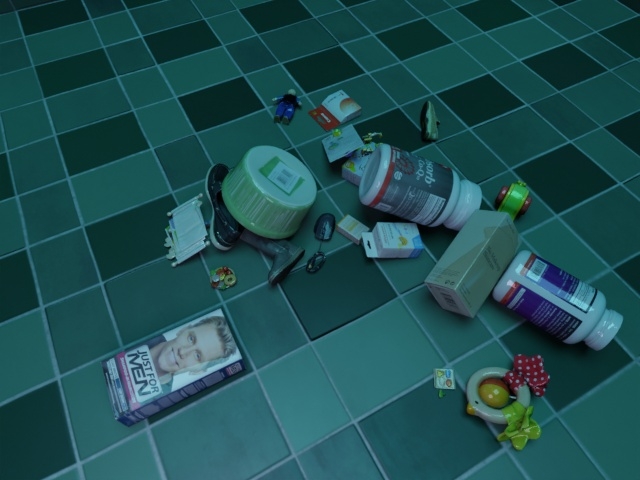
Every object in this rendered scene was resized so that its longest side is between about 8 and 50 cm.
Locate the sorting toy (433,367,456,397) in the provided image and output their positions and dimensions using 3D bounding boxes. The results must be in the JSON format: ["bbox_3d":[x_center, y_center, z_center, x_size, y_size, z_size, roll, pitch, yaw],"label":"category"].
[{"bbox_3d":[0.354,0.405,1.280,0.062,0.012,0.083,4,57,2],"label":"sorting toy"}]

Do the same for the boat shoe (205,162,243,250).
[{"bbox_3d":[-0.316,-0.139,1.537,0.127,0.113,0.340,23,49,-38],"label":"boat shoe"}]

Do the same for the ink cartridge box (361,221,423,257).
[{"bbox_3d":[0.237,-0.001,1.492,0.181,0.061,0.104,0,56,-16],"label":"ink cartridge box"}]

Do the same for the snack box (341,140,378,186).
[{"bbox_3d":[0.210,-0.264,1.679,0.207,0.070,0.174,30,62,19],"label":"snack box"}]

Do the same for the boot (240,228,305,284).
[{"bbox_3d":[-0.179,0.032,1.479,0.208,0.076,0.189,34,48,12],"label":"boot"}]

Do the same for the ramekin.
[{"bbox_3d":[-0.157,-0.170,1.485,0.303,0.148,0.303,23,43,-23],"label":"ramekin"}]

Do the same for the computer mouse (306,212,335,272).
[{"bbox_3d":[0.000,0.000,1.522,0.071,0.041,0.242,12,58,6],"label":"computer mouse"}]

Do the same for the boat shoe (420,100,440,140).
[{"bbox_3d":[0.452,-0.484,1.836,0.072,0.068,0.190,10,66,-9],"label":"boat shoe"}]

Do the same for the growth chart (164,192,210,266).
[{"bbox_3d":[-0.456,-0.037,1.524,0.172,0.021,0.237,-25,58,9],"label":"growth chart"}]

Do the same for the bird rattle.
[{"bbox_3d":[0.504,0.411,1.218,0.207,0.143,0.253,7,53,23],"label":"bird rattle"}]

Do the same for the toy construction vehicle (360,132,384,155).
[{"bbox_3d":[0.193,-0.364,1.683,0.098,0.035,0.086,-11,56,-7],"label":"toy construction vehicle"}]

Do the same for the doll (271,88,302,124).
[{"bbox_3d":[-0.143,-0.571,1.888,0.129,0.046,0.189,13,58,7],"label":"doll"}]

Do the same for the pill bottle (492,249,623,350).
[{"bbox_3d":[0.693,0.179,1.332,0.323,0.181,0.181,34,63,19],"label":"pill bottle"}]

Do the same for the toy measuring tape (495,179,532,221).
[{"bbox_3d":[0.644,-0.098,1.552,0.121,0.121,0.330,28,61,16],"label":"toy measuring tape"}]

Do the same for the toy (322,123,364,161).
[{"bbox_3d":[0.088,-0.356,1.708,0.137,0.056,0.237,-27,35,8],"label":"toy"}]

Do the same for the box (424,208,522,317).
[{"bbox_3d":[0.472,0.064,1.381,0.311,0.148,0.121,-51,32,-17],"label":"box"}]

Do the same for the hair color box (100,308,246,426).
[{"bbox_3d":[-0.403,0.347,1.253,0.347,0.105,0.174,-23,61,-16],"label":"hair color box"}]

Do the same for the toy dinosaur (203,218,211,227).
[{"bbox_3d":[-0.392,-0.055,1.555,0.082,0.047,0.090,-41,76,-4],"label":"toy dinosaur"}]

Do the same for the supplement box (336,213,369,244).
[{"bbox_3d":[0.111,-0.038,1.550,0.098,0.036,0.062,36,63,21],"label":"supplement box"}]

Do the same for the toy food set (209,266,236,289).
[{"bbox_3d":[-0.316,0.120,1.451,0.082,0.020,0.083,-22,60,-14],"label":"toy food set"}]

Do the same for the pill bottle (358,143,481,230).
[{"bbox_3d":[0.328,-0.167,1.497,0.363,0.210,0.210,17,56,-12],"label":"pill bottle"}]

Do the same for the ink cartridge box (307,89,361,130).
[{"bbox_3d":[0.058,-0.545,1.876,0.179,0.045,0.145,-29,61,-21],"label":"ink cartridge box"}]
